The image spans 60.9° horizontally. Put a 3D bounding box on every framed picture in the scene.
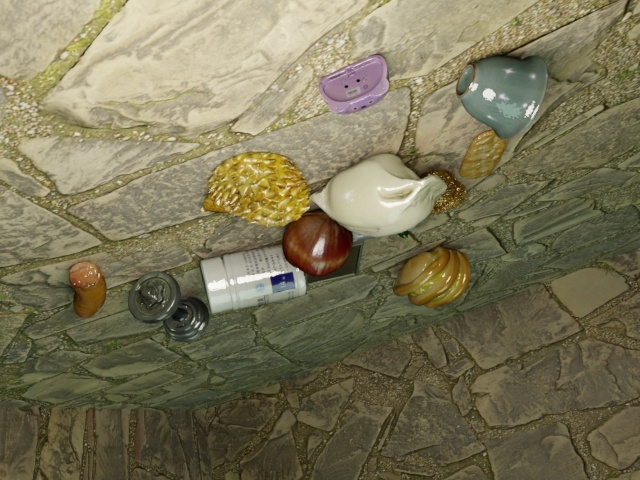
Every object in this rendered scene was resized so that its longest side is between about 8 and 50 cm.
[{"bbox_3d":[0.045,0.095,2.115,0.231,0.024,0.315,-12,156,-7],"label":"framed picture"}]

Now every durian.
[{"bbox_3d":[0.357,-0.149,1.670,0.168,0.137,0.158,-14,139,30],"label":"durian"},{"bbox_3d":[-0.164,-0.147,1.416,0.305,0.186,0.196,-1,129,-11],"label":"durian"}]

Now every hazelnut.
[{"bbox_3d":[0.000,0.000,1.706,0.229,0.230,0.229,-13,155,-6],"label":"hazelnut"}]

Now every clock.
[{"bbox_3d":[0.079,-0.321,1.165,0.152,0.110,0.050,-21,153,12],"label":"clock"}]

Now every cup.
[{"bbox_3d":[0.396,-0.347,1.249,0.150,0.199,0.199,14,147,-15],"label":"cup"}]

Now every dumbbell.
[{"bbox_3d":[-0.522,0.239,1.907,0.179,0.179,0.406,-17,155,3],"label":"dumbbell"}]

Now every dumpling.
[{"bbox_3d":[0.175,-0.112,1.533,0.395,0.233,0.315,-9,167,34],"label":"dumpling"}]

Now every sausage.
[{"bbox_3d":[-0.733,0.162,1.720,0.108,0.109,0.270,-3,152,-25],"label":"sausage"}]

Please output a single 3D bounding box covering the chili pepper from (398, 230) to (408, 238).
[{"bbox_3d":[0.166,-0.050,1.774,0.278,0.065,0.122,7,-176,-44],"label":"chili pepper"}]

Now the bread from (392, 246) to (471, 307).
[{"bbox_3d":[0.469,0.168,2.290,0.270,0.211,0.315,9,143,-40],"label":"bread"}]

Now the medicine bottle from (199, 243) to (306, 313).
[{"bbox_3d":[-0.227,0.125,1.821,0.332,0.190,0.190,-11,155,-11],"label":"medicine bottle"}]

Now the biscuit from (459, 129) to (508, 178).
[{"bbox_3d":[0.491,-0.255,1.634,0.118,0.029,0.247,-13,155,-5],"label":"biscuit"}]

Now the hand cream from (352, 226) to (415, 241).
[{"bbox_3d":[0.223,-0.041,1.901,0.255,0.048,0.079,-10,153,-14],"label":"hand cream"}]
